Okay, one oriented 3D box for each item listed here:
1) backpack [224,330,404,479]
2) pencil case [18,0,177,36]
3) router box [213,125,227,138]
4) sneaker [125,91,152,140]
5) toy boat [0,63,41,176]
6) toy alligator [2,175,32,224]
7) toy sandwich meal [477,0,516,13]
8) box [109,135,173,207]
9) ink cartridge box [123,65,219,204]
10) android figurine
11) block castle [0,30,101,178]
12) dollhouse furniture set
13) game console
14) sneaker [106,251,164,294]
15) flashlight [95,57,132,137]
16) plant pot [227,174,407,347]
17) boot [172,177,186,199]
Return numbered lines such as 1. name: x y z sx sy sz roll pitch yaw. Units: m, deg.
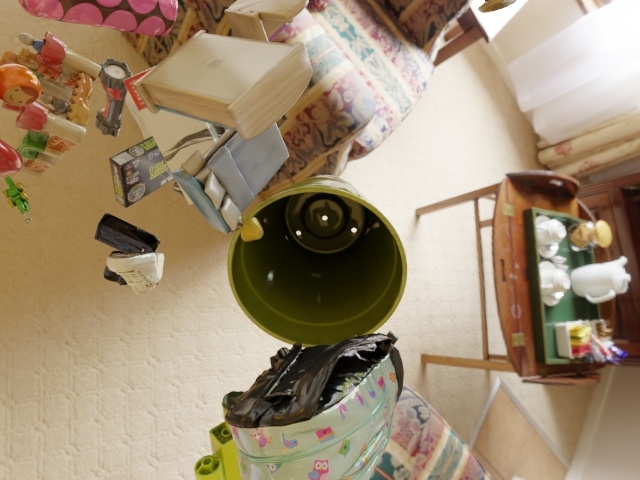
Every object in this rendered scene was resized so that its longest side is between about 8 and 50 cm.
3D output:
1. backpack: -0.001 0.164 0.410 0.182 0.151 0.115 -18 88 -66
2. pencil case: -0.321 -0.360 0.637 0.209 0.098 0.095 -17 133 -53
3. router box: -0.197 -0.338 1.114 0.178 0.046 0.133 -31 129 -39
4. sneaker: -0.651 -0.511 1.726 0.293 0.169 0.108 65 30 -6
5. toy boat: -0.475 -0.206 0.611 0.151 0.151 0.231 -23 109 -29
6. toy alligator: -0.921 -0.116 1.347 0.056 0.051 0.190 -33 75 -9
7. toy sandwich meal: 0.344 -0.469 0.848 0.085 0.085 0.029 -19 102 -34
8. box: -0.649 -0.273 1.640 0.060 0.216 0.270 35 50 12
9. ink cartridge box: -0.290 -0.230 0.959 0.114 0.197 0.273 -26 106 -3
10. android figurine: -0.096 0.355 0.742 0.248 0.056 0.273 -19 118 -39
11. block castle: -0.869 -0.396 1.313 0.212 0.453 0.303 21 66 -43
12. dollhouse furniture set: -0.071 -0.168 0.686 0.286 0.198 0.303 -52 146 -23
13. game console: -0.746 0.056 1.636 0.213 0.361 0.044 29 42 -16
14. sneaker: -0.503 0.093 1.222 0.105 0.290 0.123 0 87 0
15. flashlight: -0.745 -0.499 1.546 0.103 0.304 0.103 6 63 -32
16. plant pot: 0.000 0.000 1.044 0.366 0.366 0.353 48 17 -16
17. boot: -0.452 -0.224 1.461 0.095 0.258 0.124 18 72 10
